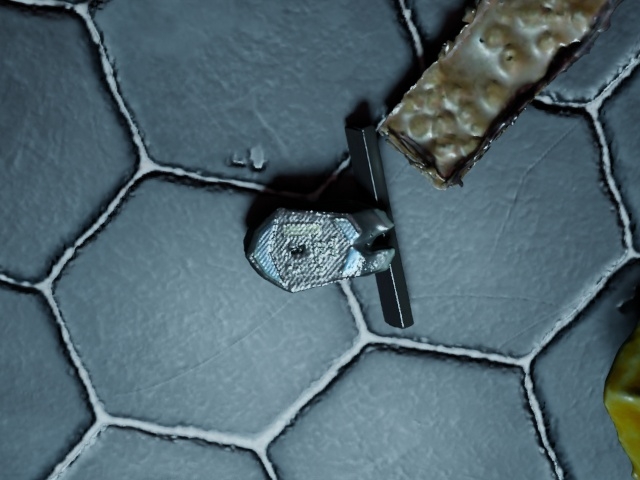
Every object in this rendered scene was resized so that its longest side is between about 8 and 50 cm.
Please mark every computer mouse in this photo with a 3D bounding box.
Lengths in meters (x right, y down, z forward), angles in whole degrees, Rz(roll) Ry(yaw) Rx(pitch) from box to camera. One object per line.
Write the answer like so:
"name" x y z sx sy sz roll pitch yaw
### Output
"computer mouse" 0.000 0.000 1.313 0.135 0.047 0.079 -4 109 9

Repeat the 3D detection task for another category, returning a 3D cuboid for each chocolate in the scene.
"chocolate" 0.184 -0.187 1.254 0.102 0.065 0.329 42 102 4

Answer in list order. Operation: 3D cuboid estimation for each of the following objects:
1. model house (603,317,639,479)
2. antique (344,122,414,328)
"model house" 0.384 0.126 1.343 0.239 0.173 0.268 36 73 -2
"antique" 0.052 -0.012 1.322 0.015 0.031 0.192 -23 113 -28
